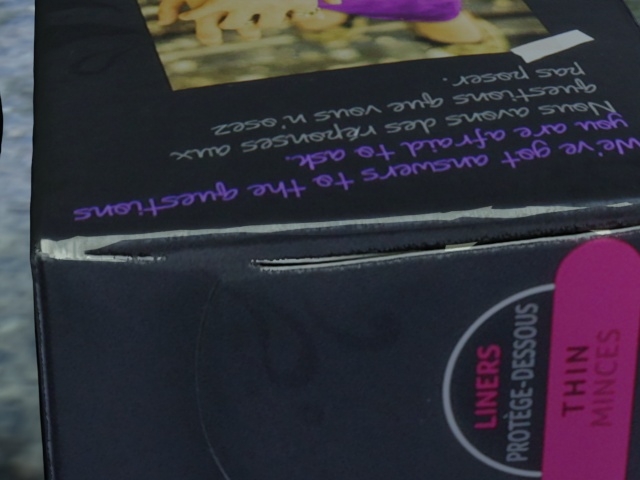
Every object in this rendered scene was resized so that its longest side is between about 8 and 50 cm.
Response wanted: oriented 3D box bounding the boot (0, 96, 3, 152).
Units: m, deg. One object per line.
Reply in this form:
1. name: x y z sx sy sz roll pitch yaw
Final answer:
1. boot: -0.139 -0.023 0.542 0.088 0.176 0.244 -6 30 -24

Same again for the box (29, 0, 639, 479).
1. box: 0.000 0.000 0.514 0.143 0.165 0.270 -3 30 -5
